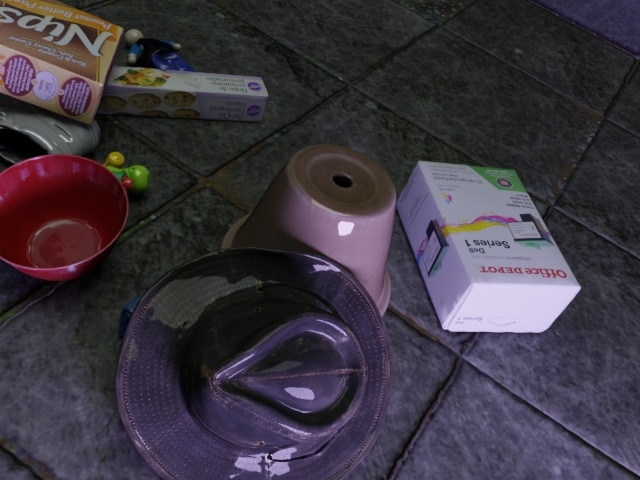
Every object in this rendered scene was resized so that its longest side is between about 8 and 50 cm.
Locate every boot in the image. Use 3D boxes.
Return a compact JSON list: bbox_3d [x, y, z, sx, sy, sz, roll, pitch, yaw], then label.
[{"bbox_3d":[-0.478,-0.194,1.013,0.258,0.095,0.123,26,36,3],"label":"boot"}]

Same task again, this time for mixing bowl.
[{"bbox_3d":[-0.345,-0.016,0.877,0.181,0.098,0.181,6,57,-9],"label":"mixing bowl"}]

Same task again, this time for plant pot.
[{"bbox_3d":[0.000,0.000,0.920,0.263,0.229,0.263,12,44,-12],"label":"plant pot"}]

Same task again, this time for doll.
[{"bbox_3d":[-0.314,-0.352,1.277,0.189,0.046,0.129,42,46,20],"label":"doll"}]

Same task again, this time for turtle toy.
[{"bbox_3d":[-0.309,-0.080,0.984,0.066,0.095,0.130,48,46,-4],"label":"turtle toy"}]

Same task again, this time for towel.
[{"bbox_3d":[-0.209,0.082,0.869,0.029,0.067,0.119,36,44,17],"label":"towel"}]

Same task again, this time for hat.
[{"bbox_3d":[-0.051,0.151,0.724,0.331,0.134,0.331,2,84,-17],"label":"hat"}]

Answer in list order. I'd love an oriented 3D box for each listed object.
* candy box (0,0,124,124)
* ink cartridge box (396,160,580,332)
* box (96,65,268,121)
[{"bbox_3d":[-0.476,-0.310,0.999,0.316,0.087,0.183,20,40,-21],"label":"candy box"},{"bbox_3d":[0.269,0.006,1.102,0.201,0.117,0.278,3,47,-20],"label":"ink cartridge box"},{"bbox_3d":[-0.259,-0.265,1.198,0.324,0.067,0.063,-1,48,-24],"label":"box"}]
